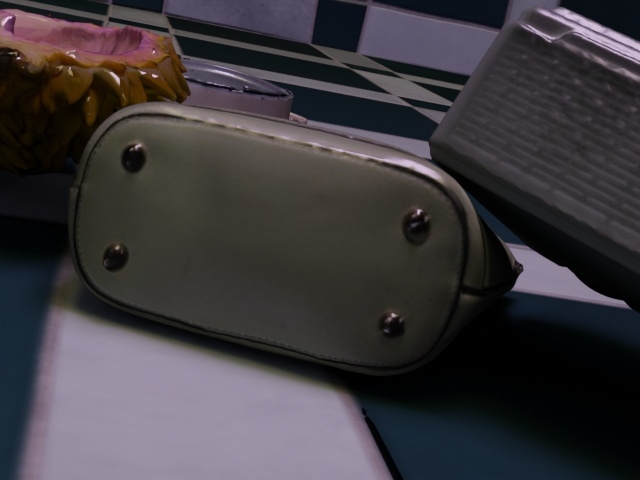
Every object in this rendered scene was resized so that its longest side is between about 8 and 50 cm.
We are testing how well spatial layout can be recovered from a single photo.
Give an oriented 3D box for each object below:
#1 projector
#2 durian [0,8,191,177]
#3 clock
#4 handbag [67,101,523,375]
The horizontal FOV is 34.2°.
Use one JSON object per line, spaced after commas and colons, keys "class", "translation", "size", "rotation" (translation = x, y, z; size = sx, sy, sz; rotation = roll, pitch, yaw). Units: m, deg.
{"class": "projector", "translation": [0.200, 0.001, 0.496], "size": [0.256, 0.099, 0.192], "rotation": [34, 1, 32]}
{"class": "durian", "translation": [-0.191, -0.095, 0.676], "size": [0.191, 0.112, 0.341], "rotation": [3, 11, -42]}
{"class": "clock", "translation": [-0.104, -0.142, 1.056], "size": [0.229, 0.063, 0.155], "rotation": [-1, 18, -38]}
{"class": "handbag", "translation": [0.000, 0.000, 0.615], "size": [0.241, 0.109, 0.315], "rotation": [16, 1, 9]}
